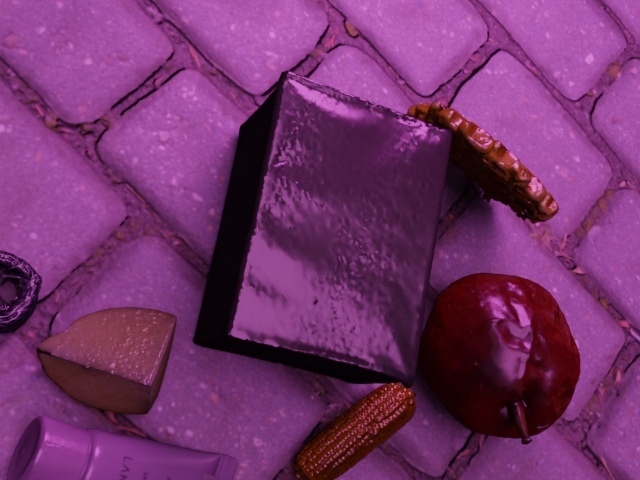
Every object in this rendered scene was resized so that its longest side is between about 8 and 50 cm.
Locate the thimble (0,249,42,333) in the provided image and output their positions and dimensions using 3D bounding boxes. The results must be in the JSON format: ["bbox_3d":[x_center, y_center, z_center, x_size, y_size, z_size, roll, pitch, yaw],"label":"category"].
[{"bbox_3d":[-0.398,0.062,1.020,0.104,0.066,0.095,17,71,-15],"label":"thimble"}]

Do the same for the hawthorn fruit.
[{"bbox_3d":[0.254,0.185,1.165,0.230,0.210,0.266,35,31,-26],"label":"hawthorn fruit"}]

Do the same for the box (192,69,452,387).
[{"bbox_3d":[0.001,0.000,1.113,0.251,0.204,0.345,17,74,-18],"label":"box"}]

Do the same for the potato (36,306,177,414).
[{"bbox_3d":[-0.266,0.143,1.066,0.149,0.081,0.120,18,41,-1],"label":"potato"}]

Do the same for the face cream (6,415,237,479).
[{"bbox_3d":[-0.237,0.303,1.028,0.274,0.096,0.154,29,66,-28],"label":"face cream"}]

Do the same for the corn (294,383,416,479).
[{"bbox_3d":[0.051,0.263,1.155,0.207,0.068,0.068,-31,91,-24],"label":"corn"}]

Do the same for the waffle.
[{"bbox_3d":[0.233,-0.117,1.220,0.245,0.254,0.052,41,93,-16],"label":"waffle"}]
